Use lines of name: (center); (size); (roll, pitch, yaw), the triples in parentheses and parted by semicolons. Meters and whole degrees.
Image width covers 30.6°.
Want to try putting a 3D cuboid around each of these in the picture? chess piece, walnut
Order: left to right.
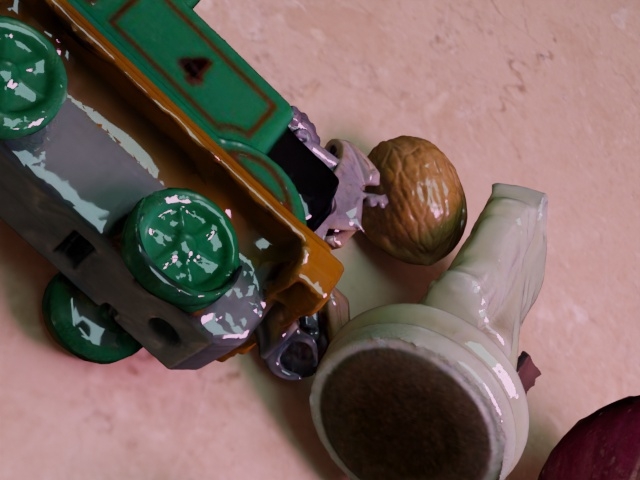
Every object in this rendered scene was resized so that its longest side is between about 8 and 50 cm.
walnut: (0.083, -0.035, 1.067); (0.105, 0.105, 0.125); (6, 59, -39)
chess piece: (0.124, 0.080, 0.990); (0.176, 0.175, 0.298); (53, 38, -7)

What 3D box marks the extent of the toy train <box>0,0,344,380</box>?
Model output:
toy train: (-0.139, -0.081, 0.826); (0.429, 0.178, 0.249); (43, 53, -10)

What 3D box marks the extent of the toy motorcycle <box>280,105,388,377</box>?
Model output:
toy motorcycle: (0.000, 0.000, 0.984); (0.129, 0.094, 0.229); (6, 76, -44)

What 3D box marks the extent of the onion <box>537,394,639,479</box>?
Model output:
onion: (0.295, 0.245, 0.999); (0.272, 0.256, 0.231); (-10, 81, -62)

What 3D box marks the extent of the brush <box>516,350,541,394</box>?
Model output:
brush: (0.136, 0.197, 1.029); (0.084, 0.071, 0.301); (60, 39, -20)
